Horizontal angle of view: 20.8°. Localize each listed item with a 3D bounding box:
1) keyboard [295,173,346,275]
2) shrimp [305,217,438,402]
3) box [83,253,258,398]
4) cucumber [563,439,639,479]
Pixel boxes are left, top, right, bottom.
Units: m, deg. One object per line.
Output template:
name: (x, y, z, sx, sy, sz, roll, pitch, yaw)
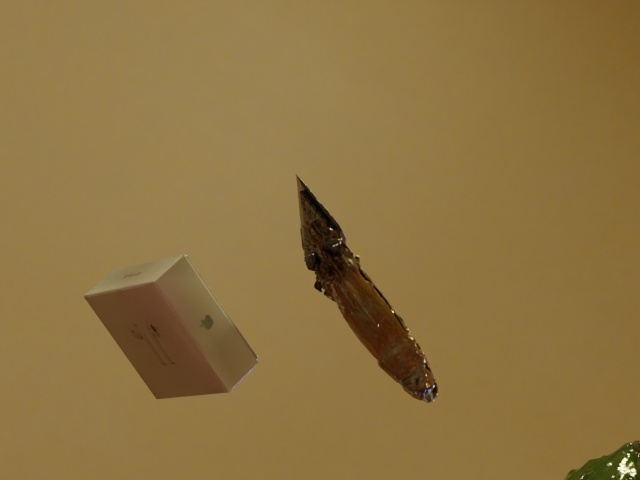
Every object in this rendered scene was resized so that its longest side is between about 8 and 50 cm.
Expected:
keyboard: (-0.001, 0.001, 1.665, 0.074, 0.015, 0.196, 47, -14, 16)
shrimp: (0.038, 0.059, 1.403, 0.184, 0.043, 0.091, 54, 6, -22)
box: (-0.142, 0.083, 1.659, 0.130, 0.051, 0.129, -12, -63, 52)
cucumber: (0.224, 0.272, 1.443, 0.134, 0.244, 0.134, 19, -26, 10)
